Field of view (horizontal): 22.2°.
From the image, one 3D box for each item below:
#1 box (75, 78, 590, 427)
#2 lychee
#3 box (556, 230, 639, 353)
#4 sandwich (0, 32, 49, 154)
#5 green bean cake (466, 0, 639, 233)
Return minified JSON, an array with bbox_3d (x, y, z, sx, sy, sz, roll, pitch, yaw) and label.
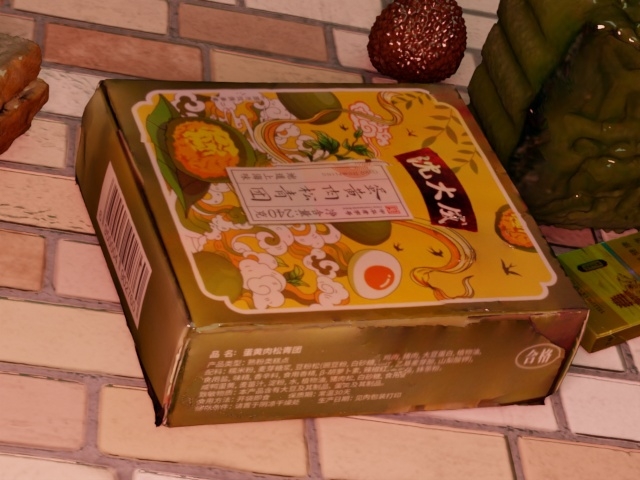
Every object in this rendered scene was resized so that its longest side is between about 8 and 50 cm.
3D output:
[{"bbox_3d":[0.000,0.000,1.607,0.420,0.138,0.373,-1,41,-22],"label":"box"},{"bbox_3d":[0.121,-0.248,1.989,0.123,0.123,0.129,14,72,-5],"label":"lychee"},{"bbox_3d":[0.321,0.053,1.757,0.193,0.030,0.121,-14,47,-35],"label":"box"},{"bbox_3d":[-0.470,-0.161,1.626,0.325,0.131,0.262,24,38,11],"label":"sandwich"},{"bbox_3d":[0.351,-0.157,1.805,0.335,0.319,0.218,0,43,-16],"label":"green bean cake"}]
